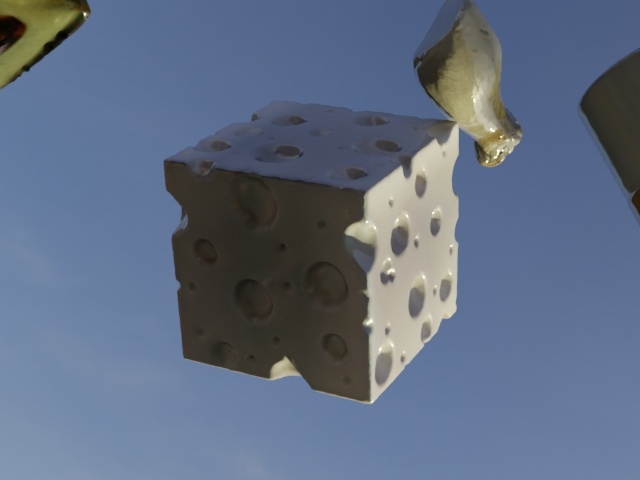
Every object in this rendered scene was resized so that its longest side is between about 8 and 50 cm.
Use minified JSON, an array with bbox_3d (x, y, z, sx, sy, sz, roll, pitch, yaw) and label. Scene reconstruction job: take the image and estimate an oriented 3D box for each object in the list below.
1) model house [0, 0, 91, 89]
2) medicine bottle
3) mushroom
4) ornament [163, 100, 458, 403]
[{"bbox_3d":[-0.341,-0.237,0.861,0.173,0.268,0.239,-45,-133,47],"label":"model house"},{"bbox_3d":[0.525,-0.152,1.576,0.232,0.238,0.238,66,-28,18],"label":"medicine bottle"},{"bbox_3d":[0.172,-0.171,1.217,0.093,0.116,0.225,-5,-45,34],"label":"mushroom"},{"bbox_3d":[0.000,0.000,1.207,0.239,0.240,0.239,9,-64,26],"label":"ornament"}]
